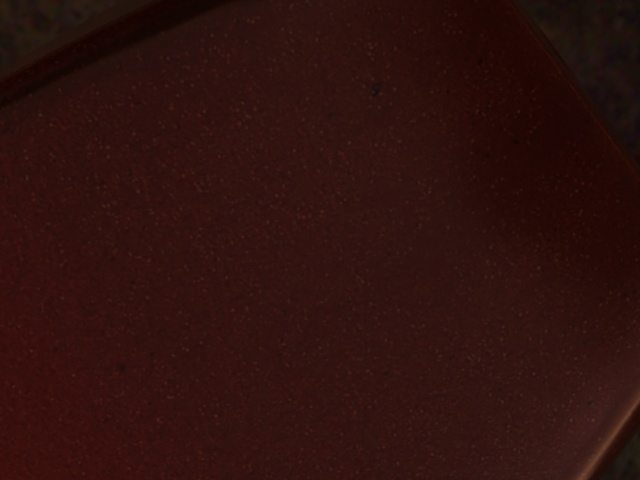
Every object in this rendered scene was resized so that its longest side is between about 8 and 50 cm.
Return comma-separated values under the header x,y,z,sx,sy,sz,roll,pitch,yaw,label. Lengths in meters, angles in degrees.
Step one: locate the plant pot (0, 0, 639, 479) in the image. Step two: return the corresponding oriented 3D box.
x,y,z,sx,sy,sz,roll,pitch,yaw,label
0.000,0.000,0.734,0.267,0.235,0.267,51,-170,-8,plant pot
